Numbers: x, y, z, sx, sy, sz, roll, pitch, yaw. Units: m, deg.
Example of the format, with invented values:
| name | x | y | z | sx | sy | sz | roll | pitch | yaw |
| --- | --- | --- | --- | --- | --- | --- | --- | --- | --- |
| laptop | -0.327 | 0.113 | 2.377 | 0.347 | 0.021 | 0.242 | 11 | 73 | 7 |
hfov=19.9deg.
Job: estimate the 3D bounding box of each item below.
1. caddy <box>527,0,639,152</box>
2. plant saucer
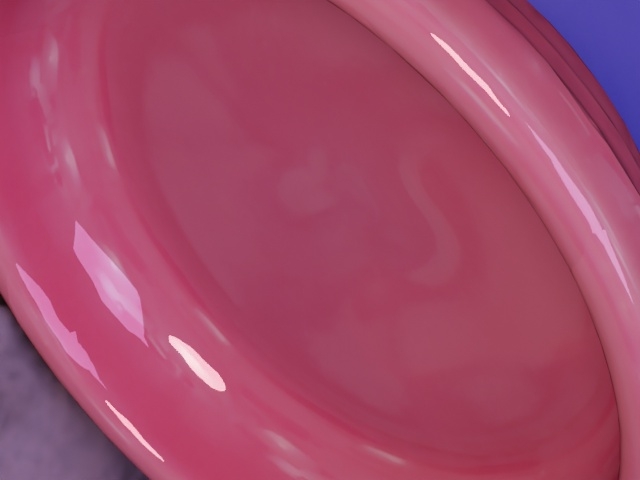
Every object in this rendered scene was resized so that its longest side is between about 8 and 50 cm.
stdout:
| name | x | y | z | sx | sy | sz | roll | pitch | yaw |
| --- | --- | --- | --- | --- | --- | --- | --- | --- | --- |
| caddy | 0.070 | -0.126 | 0.755 | 0.179 | 0.241 | 0.341 | -33 | 118 | -20 |
| plant saucer | 0.000 | 0.000 | 0.676 | 0.084 | 0.332 | 0.332 | -42 | 122 | -36 |
